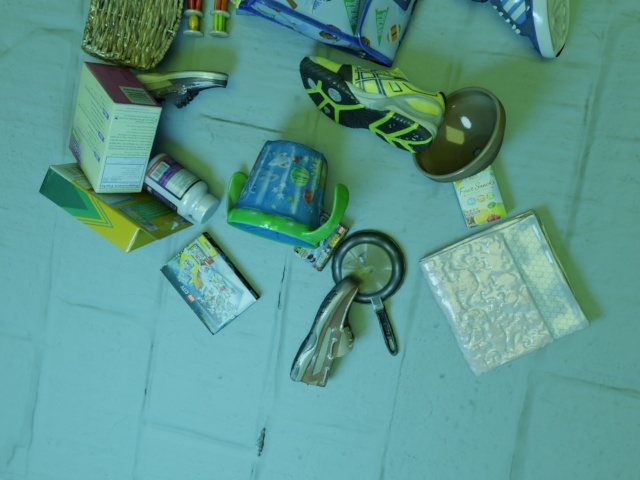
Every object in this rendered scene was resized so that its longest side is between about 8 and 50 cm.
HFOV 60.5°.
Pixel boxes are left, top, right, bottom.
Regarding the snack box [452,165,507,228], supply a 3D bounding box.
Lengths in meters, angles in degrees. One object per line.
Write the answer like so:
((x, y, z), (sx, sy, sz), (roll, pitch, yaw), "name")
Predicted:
((0.390, -0.111, 1.358), (0.100, 0.037, 0.141), (-18, 93, 9), "snack box")

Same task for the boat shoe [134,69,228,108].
((-0.369, -0.386, 1.414), (0.285, 0.103, 0.092), (0, 101, 12), "boat shoe")

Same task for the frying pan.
((0.116, 0.135, 1.424), (0.197, 0.053, 0.326), (6, 94, 10), "frying pan")

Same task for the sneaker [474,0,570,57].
((0.427, -0.571, 1.278), (0.130, 0.236, 0.322), (-50, 129, -25), "sneaker")

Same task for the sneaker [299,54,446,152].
((0.123, -0.353, 1.335), (0.385, 0.145, 0.147), (31, 70, 13), "sneaker")

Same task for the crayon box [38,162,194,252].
((-0.514, -0.081, 1.407), (0.323, 0.203, 0.083), (34, 107, 4), "crayon box")

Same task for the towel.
((0.456, 0.133, 1.368), (0.317, 0.053, 0.331), (-26, 91, 10), "towel")

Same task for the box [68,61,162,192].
((-0.511, -0.275, 1.352), (0.213, 0.117, 0.243), (47, 125, 33), "box")

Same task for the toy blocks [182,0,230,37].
((-0.289, -0.600, 1.400), (0.123, 0.054, 0.148), (4, 96, 9), "toy blocks")

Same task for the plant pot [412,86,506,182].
((0.342, -0.230, 1.292), (0.110, 0.237, 0.237), (29, 102, -37), "plant pot")

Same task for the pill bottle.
((-0.364, -0.131, 1.432), (0.193, 0.108, 0.108), (37, 100, 3), "pill bottle")

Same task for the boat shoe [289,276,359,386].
((0.031, 0.241, 1.410), (0.116, 0.123, 0.324), (25, 112, -2), "boat shoe")

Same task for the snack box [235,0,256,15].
((-0.122, -0.662, 1.343), (0.175, 0.070, 0.207), (1, 97, -7), "snack box")

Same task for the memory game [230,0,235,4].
((-0.200, -0.685, 1.375), (0.186, 0.012, 0.186), (-1, 94, -8), "memory game")

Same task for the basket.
((-0.474, -0.595, 1.408), (0.214, 0.223, 0.299), (13, 99, -26), "basket")

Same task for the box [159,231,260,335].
((-0.298, 0.116, 1.480), (0.159, 0.044, 0.233), (-39, 89, 10), "box")

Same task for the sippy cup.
((-0.086, -0.116, 1.340), (0.306, 0.240, 0.224), (16, 84, 0), "sippy cup")

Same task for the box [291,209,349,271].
((0.000, 0.000, 1.427), (0.094, 0.027, 0.137), (36, 100, 13), "box")

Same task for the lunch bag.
((0.060, -0.607, 1.230), (0.386, 0.239, 0.327), (16, 103, -26), "lunch bag")
